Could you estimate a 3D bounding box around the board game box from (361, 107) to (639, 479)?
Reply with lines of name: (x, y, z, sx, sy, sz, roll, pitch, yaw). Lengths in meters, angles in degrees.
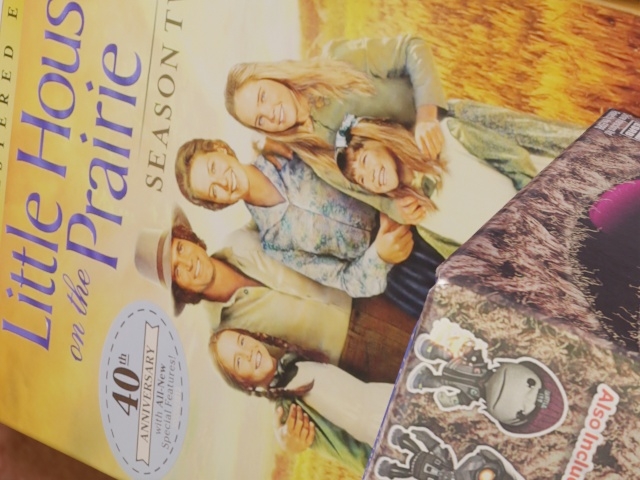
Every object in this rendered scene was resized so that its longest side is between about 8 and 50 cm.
board game box: (0.179, 0.095, 0.626, 0.291, 0.232, 0.141, 23, 113, 13)

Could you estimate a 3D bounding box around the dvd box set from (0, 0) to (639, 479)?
dvd box set: (0.000, 0.000, 0.888, 0.420, 0.062, 0.307, 21, 113, 31)
